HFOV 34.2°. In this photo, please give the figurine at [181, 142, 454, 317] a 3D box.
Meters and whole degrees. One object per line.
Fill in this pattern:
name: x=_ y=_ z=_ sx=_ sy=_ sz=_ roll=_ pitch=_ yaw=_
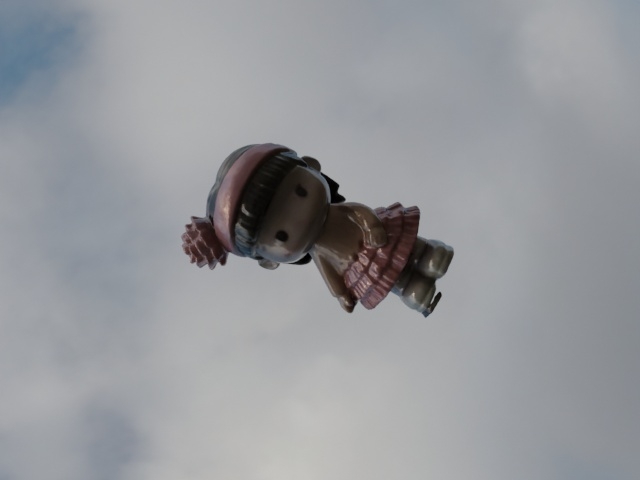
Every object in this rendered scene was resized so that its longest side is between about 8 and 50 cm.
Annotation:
figurine: x=0.000 y=0.000 z=0.518 sx=0.129 sy=0.054 sz=0.072 roll=24 pitch=-79 yaw=-6
